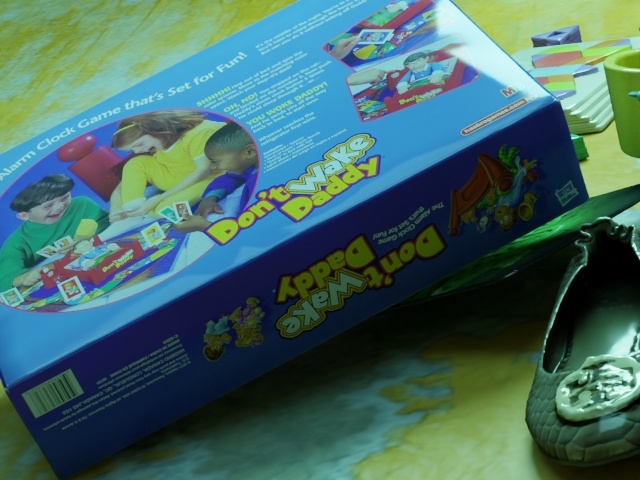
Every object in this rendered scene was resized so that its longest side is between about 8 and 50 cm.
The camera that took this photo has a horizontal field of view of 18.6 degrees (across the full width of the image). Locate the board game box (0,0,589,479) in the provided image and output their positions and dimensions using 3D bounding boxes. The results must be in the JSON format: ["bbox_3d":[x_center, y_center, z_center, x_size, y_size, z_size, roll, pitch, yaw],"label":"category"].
[{"bbox_3d":[-0.047,-0.028,1.184,0.347,0.078,0.233,-28,37,-6],"label":"board game box"}]

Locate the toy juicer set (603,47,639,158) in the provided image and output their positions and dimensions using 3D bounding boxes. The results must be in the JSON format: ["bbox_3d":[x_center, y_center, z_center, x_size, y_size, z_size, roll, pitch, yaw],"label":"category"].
[{"bbox_3d":[0.335,-0.085,1.138,0.329,0.089,0.209,-3,18,6],"label":"toy juicer set"}]

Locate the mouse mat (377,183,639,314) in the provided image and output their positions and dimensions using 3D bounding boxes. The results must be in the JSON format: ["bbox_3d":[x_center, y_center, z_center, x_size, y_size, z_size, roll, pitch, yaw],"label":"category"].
[{"bbox_3d":[0.113,0.004,1.183,0.153,0.007,0.190,-17,9,46],"label":"mouse mat"}]

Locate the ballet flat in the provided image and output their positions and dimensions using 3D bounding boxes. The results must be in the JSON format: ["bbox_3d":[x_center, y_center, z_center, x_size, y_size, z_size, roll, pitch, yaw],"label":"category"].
[{"bbox_3d":[0.150,0.045,1.018,0.084,0.058,0.250,-9,19,16],"label":"ballet flat"}]

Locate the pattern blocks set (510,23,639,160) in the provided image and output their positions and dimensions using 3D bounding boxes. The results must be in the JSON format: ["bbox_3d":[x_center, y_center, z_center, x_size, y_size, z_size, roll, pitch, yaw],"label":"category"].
[{"bbox_3d":[0.183,-0.121,1.538,0.285,0.026,0.325,-9,20,22],"label":"pattern blocks set"}]
